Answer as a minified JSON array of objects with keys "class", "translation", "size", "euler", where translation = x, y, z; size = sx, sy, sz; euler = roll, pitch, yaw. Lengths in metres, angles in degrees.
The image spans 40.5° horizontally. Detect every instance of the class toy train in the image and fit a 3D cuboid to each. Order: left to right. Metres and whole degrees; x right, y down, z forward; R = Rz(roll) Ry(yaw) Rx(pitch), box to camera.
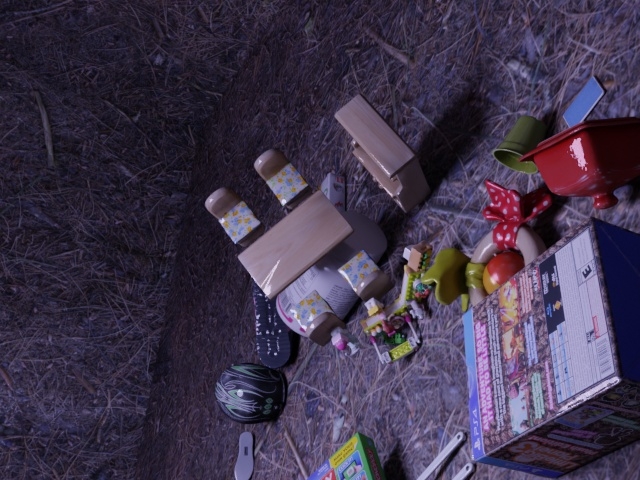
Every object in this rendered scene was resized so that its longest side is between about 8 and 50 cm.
[{"class":"toy train","translation":[0.149,0.201,1.763],"size":[0.083,0.017,0.023],"euler":[162,112,-65]}]

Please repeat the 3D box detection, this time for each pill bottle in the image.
[{"class":"pill bottle","translation":[0.027,0.078,1.968],"size":[0.283,0.160,0.160],"euler":[-57,26,36]}]

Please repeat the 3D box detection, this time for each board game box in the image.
[{"class":"board game box","translation":[0.000,0.000,2.248],"size":[0.193,0.053,0.305],"euler":[-50,30,47]},{"class":"board game box","translation":[0.001,0.530,1.583],"size":[0.317,0.046,0.213],"euler":[-47,31,17]},{"class":"board game box","translation":[0.333,0.152,1.152],"size":[0.291,0.141,0.232],"euler":[-48,32,48]}]

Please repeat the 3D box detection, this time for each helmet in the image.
[{"class":"helmet","translation":[-0.189,0.395,2.244],"size":[0.169,0.162,0.169],"euler":[-171,90,-67]}]

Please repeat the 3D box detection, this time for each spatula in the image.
[{"class":"spatula","translation":[0.181,0.439,1.440],"size":[0.242,0.019,0.168],"euler":[-55,26,22]}]

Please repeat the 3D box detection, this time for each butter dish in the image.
[{"class":"butter dish","translation":[0.394,-0.102,1.237],"size":[0.160,0.160,0.118],"euler":[-28,72,62]}]

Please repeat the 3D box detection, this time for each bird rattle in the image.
[{"class":"bird rattle","translation":[0.304,0.036,1.416],"size":[0.253,0.143,0.207],"euler":[-48,41,23]}]

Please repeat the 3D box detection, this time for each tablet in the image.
[{"class":"tablet","translation":[0.425,-0.220,1.404],"size":[0.083,0.006,0.054],"euler":[-58,25,33]}]

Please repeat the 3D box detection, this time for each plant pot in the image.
[{"class":"plant pot","translation":[0.347,-0.167,1.478],"size":[0.079,0.083,0.083],"euler":[-63,19,-11]}]

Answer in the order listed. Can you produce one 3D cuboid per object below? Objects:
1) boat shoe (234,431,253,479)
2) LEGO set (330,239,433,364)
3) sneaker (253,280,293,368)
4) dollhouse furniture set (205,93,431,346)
[{"class":"boat shoe","translation":[-0.202,0.584,2.323],"size":[0.040,0.049,0.142],"euler":[103,173,-55]},{"class":"LEGO set","translation":[0.155,0.139,1.665],"size":[0.287,0.132,0.107],"euler":[-49,41,25]},{"class":"sneaker","translation":[-0.122,0.179,2.294],"size":[0.131,0.112,0.319],"euler":[87,-173,-78]},{"class":"dollhouse furniture set","translation":[0.007,-0.059,1.726],"size":[0.394,0.256,0.362],"euler":[-40,69,1]}]
